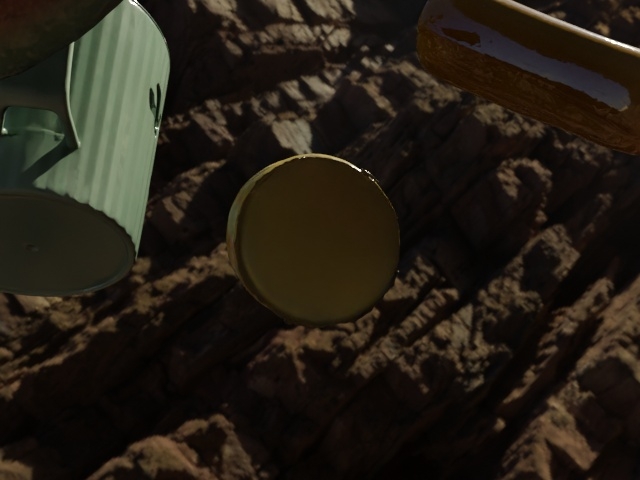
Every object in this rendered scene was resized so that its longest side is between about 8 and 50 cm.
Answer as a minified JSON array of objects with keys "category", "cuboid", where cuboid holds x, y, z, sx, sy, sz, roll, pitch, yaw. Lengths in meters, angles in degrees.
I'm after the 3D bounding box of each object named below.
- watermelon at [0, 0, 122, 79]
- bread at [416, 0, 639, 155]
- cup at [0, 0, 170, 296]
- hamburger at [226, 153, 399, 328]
[{"category":"watermelon","cuboid":[-0.148,-0.155,0.306,0.207,0.136,0.202,-25,-4,5]},{"category":"bread","cuboid":[0.193,-0.148,0.579,0.074,0.239,0.092,-42,-29,-37]},{"category":"cup","cuboid":[-0.387,-0.173,0.903,0.310,0.392,0.401,-11,-33,7]},{"category":"hamburger","cuboid":[0.000,0.000,1.071,0.186,0.302,0.261,-160,81,-79]}]
